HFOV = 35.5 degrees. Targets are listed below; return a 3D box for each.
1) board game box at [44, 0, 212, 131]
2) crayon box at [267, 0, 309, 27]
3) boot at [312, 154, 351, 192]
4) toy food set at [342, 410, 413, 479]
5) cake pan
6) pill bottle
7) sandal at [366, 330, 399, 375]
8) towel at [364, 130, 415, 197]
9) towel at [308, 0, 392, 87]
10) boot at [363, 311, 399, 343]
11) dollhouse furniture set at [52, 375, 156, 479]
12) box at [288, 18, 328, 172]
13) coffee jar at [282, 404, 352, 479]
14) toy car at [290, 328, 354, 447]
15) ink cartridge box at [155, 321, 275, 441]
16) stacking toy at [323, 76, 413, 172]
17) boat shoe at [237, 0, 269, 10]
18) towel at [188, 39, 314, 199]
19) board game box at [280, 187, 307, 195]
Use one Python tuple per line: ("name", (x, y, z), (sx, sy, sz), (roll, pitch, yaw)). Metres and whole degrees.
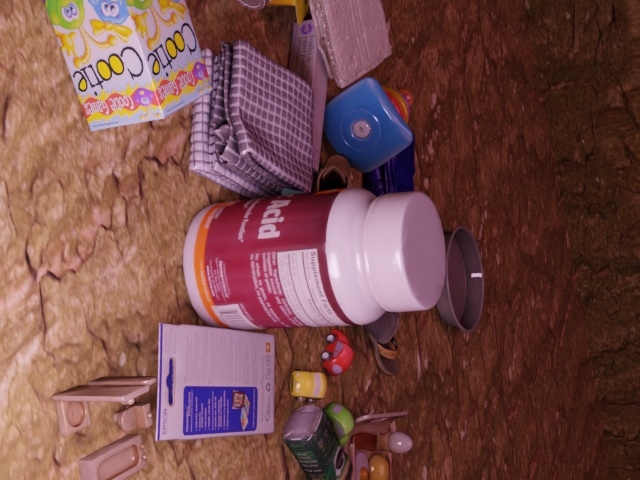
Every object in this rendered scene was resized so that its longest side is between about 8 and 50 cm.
("board game box", (-0.287, -0.317, 1.449), (0.142, 0.144, 0.275), (-46, 125, -54))
("crayon box", (-0.073, -0.596, 1.922), (0.202, 0.081, 0.318), (-67, 154, -43))
("boot", (0.024, -0.110, 2.003), (0.165, 0.077, 0.213), (102, 3, -63))
("toy food set", (0.139, 0.527, 2.166), (0.220, 0.092, 0.306), (13, 74, -61))
("cake pan", (0.374, 0.106, 2.721), (0.293, 0.054, 0.293), (18, 70, -60))
("pill bottle", (-0.009, 0.030, 1.649), (0.224, 0.392, 0.224), (18, 69, -60))
("sandal", (0.150, 0.236, 2.282), (0.072, 0.049, 0.180), (-56, 133, -50))
("towel", (0.179, -0.126, 2.369), (0.228, 0.076, 0.308), (9, 77, -61))
("towel", (0.058, -0.468, 2.026), (0.187, 0.049, 0.282), (-38, 127, -38))
("boot", (0.107, 0.103, 2.170), (0.208, 0.076, 0.189), (31, 71, -39))
("dollhouse furniture set", (-0.269, 0.271, 1.405), (0.144, 0.123, 0.151), (-19, 102, -61))
("box", (-0.030, -0.290, 2.016), (0.067, 0.063, 0.324), (36, 54, -57))
("coffee jar", (-0.002, 0.412, 1.933), (0.184, 0.079, 0.096), (65, 31, -31))
("toy car", (0.029, 0.321, 2.035), (0.239, 0.053, 0.225), (-40, 120, -57))
("ink cartridge box", (-0.181, 0.231, 1.624), (0.371, 0.069, 0.175), (20, 68, -66))
("stacking toy", (0.140, -0.285, 2.216), (0.175, 0.166, 0.302), (55, 31, -5))
("boat shoe", (-0.189, -0.505, 1.705), (0.324, 0.116, 0.096), (51, 48, -41))
("towel", (-0.109, -0.205, 1.793), (0.284, 0.121, 0.235), (27, 61, -58))
("board game box", (0.000, 0.000, 1.837), (0.210, 0.160, 0.047), (96, 8, -54))
